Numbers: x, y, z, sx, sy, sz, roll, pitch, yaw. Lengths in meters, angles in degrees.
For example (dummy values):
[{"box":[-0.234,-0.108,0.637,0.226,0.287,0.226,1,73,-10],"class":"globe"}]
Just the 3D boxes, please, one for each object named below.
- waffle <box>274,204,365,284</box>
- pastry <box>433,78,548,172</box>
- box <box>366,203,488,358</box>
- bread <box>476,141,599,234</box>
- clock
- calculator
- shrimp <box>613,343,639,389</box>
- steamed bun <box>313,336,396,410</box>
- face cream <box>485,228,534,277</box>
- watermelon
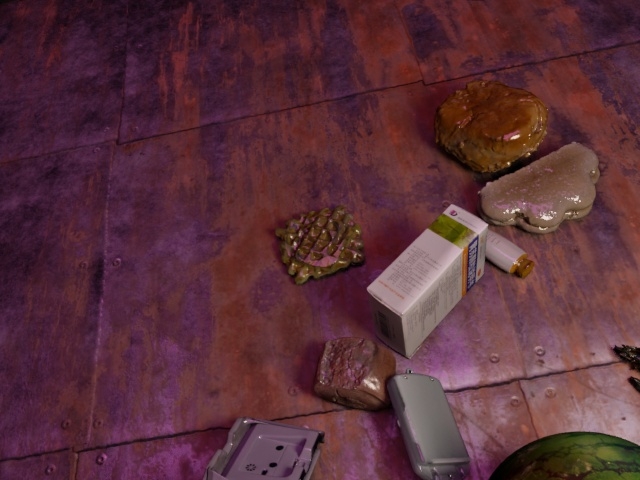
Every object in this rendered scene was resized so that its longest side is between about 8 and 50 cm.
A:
[{"box":[-0.001,-0.002,1.567,0.223,0.054,0.204,-19,53,-3],"class":"waffle"},{"box":[0.460,-0.302,1.641,0.255,0.162,0.311,-40,46,-6],"class":"pastry"},{"box":[0.244,0.091,1.364,0.106,0.200,0.299,33,66,31],"class":"box"},{"box":[0.568,-0.117,1.523,0.337,0.102,0.183,-26,54,-8],"class":"bread"},{"box":[-0.109,0.437,1.182,0.186,0.083,0.253,6,22,14],"class":"clock"},{"box":[0.217,0.368,1.221,0.141,0.045,0.246,11,46,-33],"class":"calculator"},{"box":[0.669,0.268,1.244,0.161,0.034,0.091,28,88,48],"class":"shrimp"},{"box":[0.075,0.281,1.313,0.175,0.106,0.145,4,55,16],"class":"steamed bun"},{"box":[0.432,0.023,1.475,0.072,0.051,0.182,-39,56,-19],"class":"face cream"},{"box":[0.426,0.479,0.968,0.363,0.363,0.363,-5,53,6],"class":"watermelon"}]
